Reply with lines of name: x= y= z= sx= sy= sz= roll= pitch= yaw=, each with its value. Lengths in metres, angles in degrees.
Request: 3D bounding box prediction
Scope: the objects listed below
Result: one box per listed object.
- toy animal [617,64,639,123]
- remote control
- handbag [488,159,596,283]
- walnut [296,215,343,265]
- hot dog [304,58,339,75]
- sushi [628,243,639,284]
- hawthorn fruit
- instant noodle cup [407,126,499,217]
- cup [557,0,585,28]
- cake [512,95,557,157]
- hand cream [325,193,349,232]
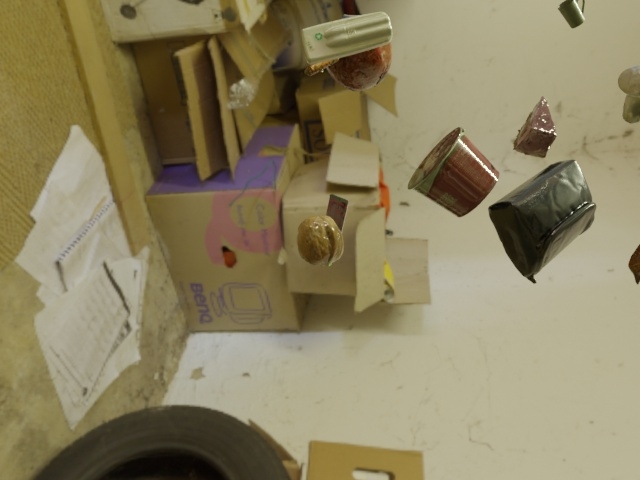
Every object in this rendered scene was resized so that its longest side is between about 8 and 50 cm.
toy animal: x=0.884 y=-0.373 z=1.326 sx=0.265 sy=0.272 sz=0.205 roll=-37 pitch=131 yaw=-62
remote control: x=0.066 y=-0.518 z=1.376 sx=0.049 sy=0.230 sz=0.090 roll=-98 pitch=174 yaw=-88
handbag: x=0.677 y=-0.056 z=1.587 sx=0.275 sy=0.302 sz=0.178 roll=60 pitch=-21 yaw=-7
walnut: x=0.000 y=0.000 z=1.693 sx=0.149 sy=0.167 sz=0.166 roll=-30 pitch=-129 yaw=46
hot dog: x=0.004 y=-0.523 z=1.622 sx=0.037 sy=0.122 sz=0.049 roll=61 pitch=-14 yaw=-14
sushi: x=0.747 y=0.047 z=1.240 sx=0.060 sy=0.118 sz=0.061 roll=40 pitch=0 yaw=-15
hawthorn fruit: x=0.140 y=-0.763 z=2.195 sx=0.316 sy=0.316 sz=0.315 roll=-3 pitch=90 yaw=-82
instant noodle cup: x=0.396 y=-0.190 z=1.595 sx=0.234 sy=0.178 sz=0.235 roll=-51 pitch=-175 yaw=7
cup: x=0.824 y=-0.746 z=1.765 sx=0.083 sy=0.075 sz=0.054 roll=44 pitch=-12 yaw=-23
cake: x=0.731 y=-0.381 z=1.828 sx=0.116 sy=0.113 sz=0.295 roll=-63 pitch=179 yaw=43
hand cream: x=0.043 y=-0.036 z=2.036 sx=0.050 sy=0.079 sz=0.275 roll=-64 pitch=167 yaw=-68
